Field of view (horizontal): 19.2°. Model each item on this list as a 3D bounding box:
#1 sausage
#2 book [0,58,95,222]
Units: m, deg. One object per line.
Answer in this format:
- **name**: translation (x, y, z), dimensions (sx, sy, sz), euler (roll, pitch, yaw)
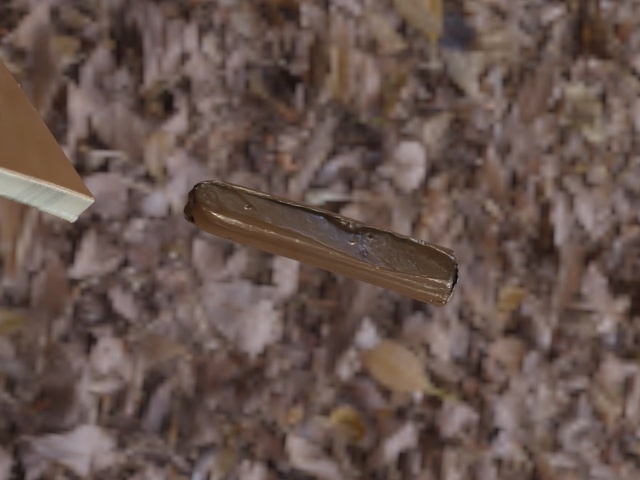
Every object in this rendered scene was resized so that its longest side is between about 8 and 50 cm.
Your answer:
- **sausage**: translation (0.000, 0.000, 0.780), dimensions (0.026, 0.116, 0.026), euler (-163, -90, -83)
- **book**: translation (-0.269, -0.140, 1.065), dimensions (0.262, 0.028, 0.374), euler (55, 9, 14)
